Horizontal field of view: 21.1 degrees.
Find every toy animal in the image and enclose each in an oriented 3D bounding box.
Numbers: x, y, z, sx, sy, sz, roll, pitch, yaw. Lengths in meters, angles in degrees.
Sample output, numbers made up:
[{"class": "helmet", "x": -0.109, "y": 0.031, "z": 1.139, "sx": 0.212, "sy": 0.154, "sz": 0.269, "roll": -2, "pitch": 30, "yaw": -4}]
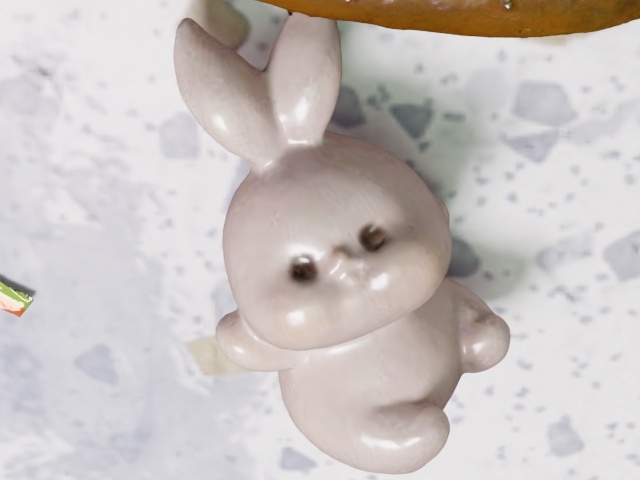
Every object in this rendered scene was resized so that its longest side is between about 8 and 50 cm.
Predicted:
[{"class": "toy animal", "x": 0.001, "y": 0.001, "z": 0.747, "sx": 0.124, "sy": 0.124, "sz": 0.212, "roll": -17, "pitch": 126, "yaw": 12}]

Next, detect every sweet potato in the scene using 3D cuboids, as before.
[{"class": "sweet potato", "x": 0.037, "y": -0.113, "z": 0.703, "sx": 0.264, "sy": 0.057, "sz": 0.057, "roll": 5, "pitch": 124, "yaw": -4}]

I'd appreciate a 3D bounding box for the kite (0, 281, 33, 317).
[{"class": "kite", "x": -0.212, "y": 0.002, "z": 0.815, "sx": 0.159, "sy": 0.010, "sz": 0.190, "roll": 17, "pitch": 124, "yaw": -11}]
